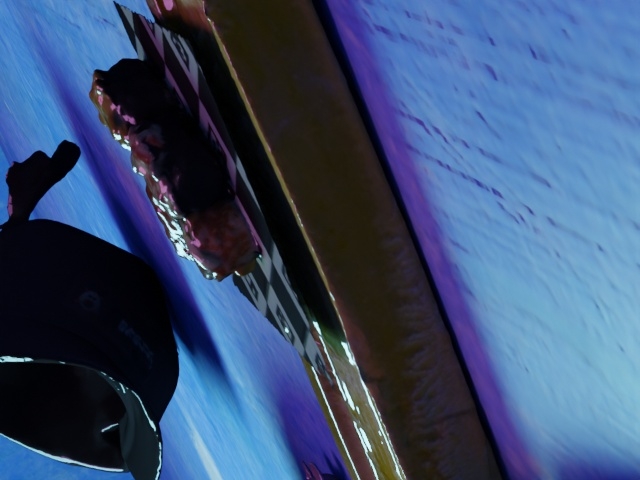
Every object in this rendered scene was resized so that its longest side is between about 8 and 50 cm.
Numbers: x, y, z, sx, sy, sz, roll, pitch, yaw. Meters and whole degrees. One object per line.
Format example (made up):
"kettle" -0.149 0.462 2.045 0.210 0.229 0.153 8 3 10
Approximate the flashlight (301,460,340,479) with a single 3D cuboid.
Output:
"flashlight" 0.014 0.170 0.896 0.110 0.031 0.052 63 169 1

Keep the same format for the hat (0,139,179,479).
"hat" -0.183 0.059 1.324 0.238 0.209 0.336 46 158 -23

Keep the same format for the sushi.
"sushi" -0.046 -0.014 0.567 0.126 0.026 0.120 68 168 -20

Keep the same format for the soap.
"soap" 0.001 0.000 0.549 0.252 0.037 0.092 68 167 -21
